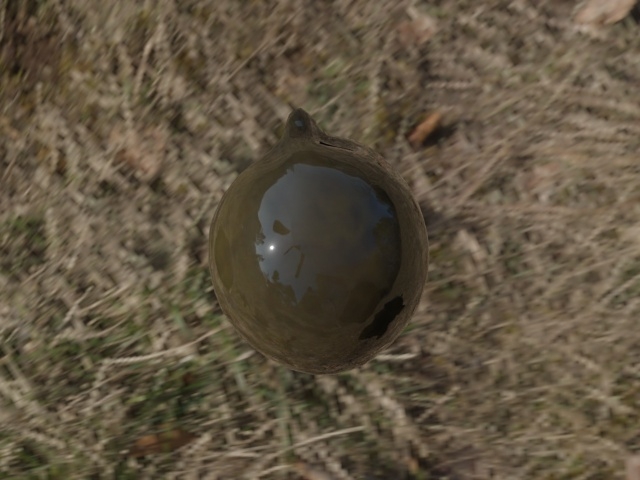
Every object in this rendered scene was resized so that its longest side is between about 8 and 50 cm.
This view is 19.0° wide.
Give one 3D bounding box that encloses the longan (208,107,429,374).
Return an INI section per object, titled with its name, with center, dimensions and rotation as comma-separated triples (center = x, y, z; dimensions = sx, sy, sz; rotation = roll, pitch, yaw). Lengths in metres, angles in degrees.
[longan]
center = 0.000, 0.000, 0.804
dimensions = 0.092, 0.113, 0.113
rotation = -7, 82, 25
